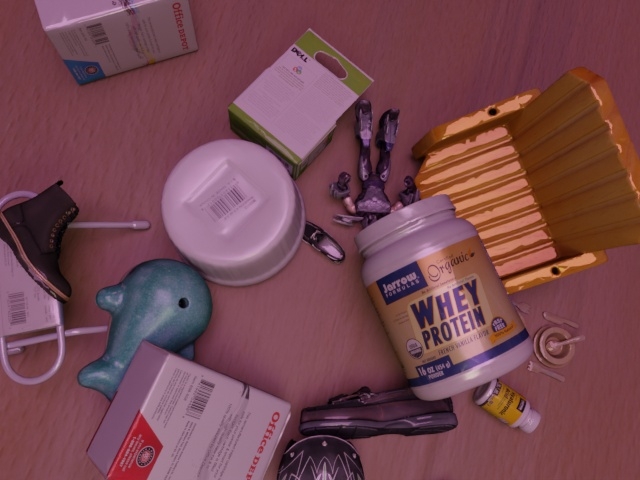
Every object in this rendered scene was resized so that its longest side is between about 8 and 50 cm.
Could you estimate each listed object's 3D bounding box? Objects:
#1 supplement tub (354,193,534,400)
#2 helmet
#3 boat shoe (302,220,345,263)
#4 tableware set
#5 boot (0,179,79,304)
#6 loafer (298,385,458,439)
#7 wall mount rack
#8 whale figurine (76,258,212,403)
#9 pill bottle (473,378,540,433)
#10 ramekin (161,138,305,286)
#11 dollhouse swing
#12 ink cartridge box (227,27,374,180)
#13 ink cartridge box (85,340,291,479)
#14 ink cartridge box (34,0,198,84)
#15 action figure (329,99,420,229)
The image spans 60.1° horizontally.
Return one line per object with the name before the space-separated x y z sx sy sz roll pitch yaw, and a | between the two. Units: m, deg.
supplement tub | 0.210 0.099 0.996 0.228 0.228 0.316 -23 80 -10
helmet | 0.000 0.418 0.959 0.169 0.161 0.170 1 82 -4
boat shoe | 0.000 0.000 1.128 0.125 0.038 0.046 44 78 6
tableware set | 0.430 0.195 1.121 0.194 0.039 0.128 21 76 0
boot | -0.453 -0.003 0.950 0.137 0.077 0.198 -38 84 -20
loafer | 0.106 0.317 1.042 0.302 0.109 0.095 2 57 -11
wall mount rack | -0.470 0.078 1.027 0.304 0.130 0.350 -11 78 -4
whale figurine | -0.298 0.155 0.972 0.216 0.141 0.272 47 54 -24
pill bottle | 0.362 0.320 1.072 0.116 0.065 0.065 34 76 3
ramekin | -0.169 -0.059 1.064 0.277 0.135 0.277 0 76 1
dollhouse swing | 0.349 -0.085 0.993 0.315 0.305 0.347 -20 85 10
ink cartridge box | -0.039 -0.286 1.164 0.188 0.097 0.255 40 75 5
ink cartridge box | -0.209 0.314 0.928 0.273 0.114 0.197 35 72 -35
ink cartridge box | -0.415 -0.483 1.123 0.270 0.198 0.197 -20 79 -10
action figure | 0.109 -0.135 1.142 0.185 0.099 0.285 4 80 -14
